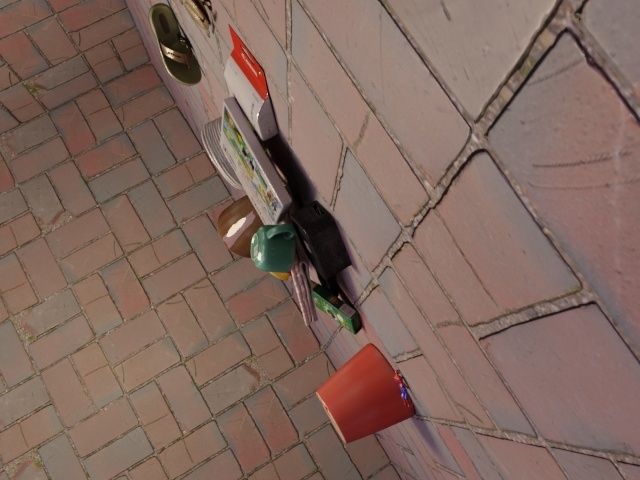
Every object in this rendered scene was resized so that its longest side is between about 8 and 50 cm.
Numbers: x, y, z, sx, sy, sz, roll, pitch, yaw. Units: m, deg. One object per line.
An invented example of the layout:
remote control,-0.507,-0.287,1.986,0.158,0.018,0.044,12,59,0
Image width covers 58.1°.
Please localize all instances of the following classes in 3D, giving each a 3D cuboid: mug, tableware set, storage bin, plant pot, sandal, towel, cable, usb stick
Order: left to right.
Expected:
sandal,-0.523,-0.696,2.072,0.086,0.120,0.303,25,145,50
tableware set,-0.323,-0.614,1.512,0.128,0.039,0.194,50,178,-11
cable,-0.296,-0.290,1.933,0.257,0.089,0.257,58,-168,-18
plant pot,-0.222,-0.083,2.028,0.215,0.215,0.230,59,139,8
mug,-0.132,0.009,1.569,0.129,0.097,0.158,-127,46,-61
towel,-0.065,0.049,1.787,0.332,0.053,0.317,80,179,-49
storage bin,0.000,0.000,1.533,0.122,0.084,0.180,47,165,53
usb stick,0.011,0.097,1.878,0.077,0.045,0.278,44,162,36
plant pot,0.135,0.518,1.898,0.275,0.243,0.275,58,171,15

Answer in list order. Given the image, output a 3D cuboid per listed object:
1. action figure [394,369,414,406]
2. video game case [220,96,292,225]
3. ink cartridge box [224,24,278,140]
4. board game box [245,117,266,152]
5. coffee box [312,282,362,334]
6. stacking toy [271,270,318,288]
action figure,0.248,0.440,1.728,0.115,0.030,0.038,66,164,-8
video game case,-0.192,-0.201,1.635,0.329,0.036,0.300,61,164,7
ink cartridge box,-0.187,-0.387,1.439,0.189,0.066,0.232,56,174,25
board game box,-0.238,-0.348,1.831,0.181,0.043,0.092,50,166,45
coffee box,0.053,0.227,1.913,0.184,0.040,0.113,33,156,31
stacking toy,-0.071,0.089,2.142,0.279,0.130,0.309,35,-174,-6
